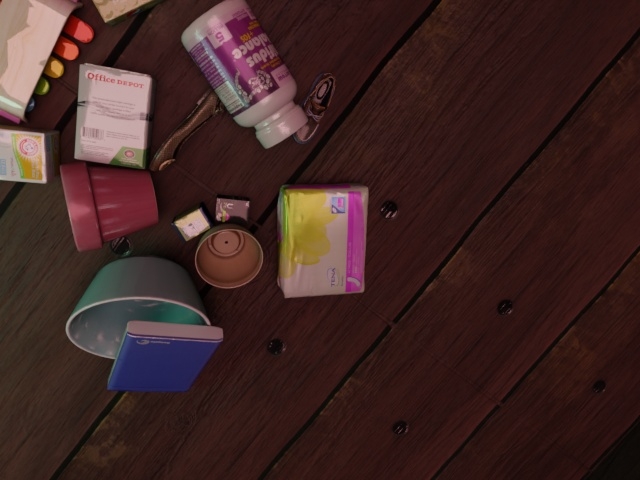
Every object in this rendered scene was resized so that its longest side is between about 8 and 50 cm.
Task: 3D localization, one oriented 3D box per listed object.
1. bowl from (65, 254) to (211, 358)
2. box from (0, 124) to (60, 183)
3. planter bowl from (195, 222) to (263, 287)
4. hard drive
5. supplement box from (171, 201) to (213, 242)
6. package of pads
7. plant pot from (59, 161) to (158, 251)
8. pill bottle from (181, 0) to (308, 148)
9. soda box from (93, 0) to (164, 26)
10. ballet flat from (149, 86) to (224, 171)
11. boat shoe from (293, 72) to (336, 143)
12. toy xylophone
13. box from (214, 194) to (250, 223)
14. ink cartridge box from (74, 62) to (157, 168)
[{"bbox_3d":[-0.420,0.147,1.148,0.312,0.163,0.311,-7,145,-5],"label":"bowl"},{"bbox_3d":[-0.697,-0.196,1.068,0.203,0.103,0.114,4,105,-12],"label":"box"},{"bbox_3d":[-0.231,0.023,1.210,0.162,0.109,0.162,-7,118,-12],"label":"planter bowl"},{"bbox_3d":[-0.388,0.295,1.185,0.210,0.040,0.318,10,140,-26],"label":"hard drive"},{"bbox_3d":[-0.314,-0.047,1.194,0.083,0.083,0.056,-29,108,-3],"label":"supplement box"},{"bbox_3d":[0.000,0.000,1.260,0.229,0.101,0.296,-3,105,-11],"label":"package of pads"},{"bbox_3d":[-0.477,-0.085,1.106,0.180,0.201,0.201,-11,108,-24],"label":"plant pot"},{"bbox_3d":[-0.158,-0.367,1.092,0.169,0.169,0.301,-35,109,0],"label":"pill bottle"},{"bbox_3d":[-0.400,-0.539,1.055,0.181,0.058,0.061,-27,109,-3],"label":"soda box"},{"bbox_3d":[-0.312,-0.254,1.144,0.058,0.084,0.250,40,89,-17],"label":"ballet flat"},{"bbox_3d":[-0.017,-0.324,1.184,0.066,0.066,0.183,19,101,-15],"label":"boat shoe"},{"bbox_3d":[-0.655,-0.423,1.020,0.236,0.081,0.322,36,96,-21],"label":"toy xylophone"},{"bbox_3d":[-0.222,-0.079,1.220,0.083,0.052,0.062,5,104,-13],"label":"box"},{"bbox_3d":[-0.462,-0.280,1.099,0.153,0.087,0.208,8,104,-12],"label":"ink cartridge box"}]
